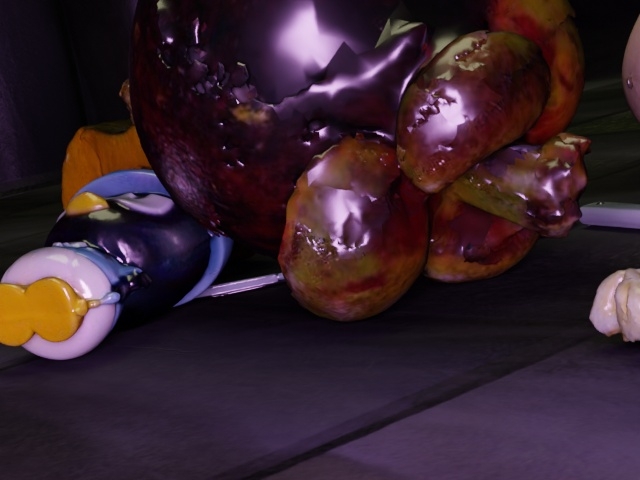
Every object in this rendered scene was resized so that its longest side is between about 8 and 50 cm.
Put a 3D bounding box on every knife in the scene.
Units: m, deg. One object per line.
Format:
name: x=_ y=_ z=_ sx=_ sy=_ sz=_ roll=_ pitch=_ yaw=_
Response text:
knife: x=0.301 y=-0.024 z=1.283 sx=0.044 sy=0.023 sz=0.162 roll=-16 pitch=10 yaw=-23
knife: x=-0.037 y=0.035 z=1.364 sx=0.210 sy=0.015 sz=0.028 roll=-13 pitch=14 yaw=-4

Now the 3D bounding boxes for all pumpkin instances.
pumpkin: x=-0.176 y=-0.077 z=1.571 sx=0.139 sy=0.221 sz=0.317 roll=-8 pitch=3 yaw=-32

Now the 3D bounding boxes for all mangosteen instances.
mangosteen: x=0.029 y=-0.126 z=1.205 sx=0.381 sy=0.421 sz=0.381 roll=-25 pitch=-18 yaw=-9

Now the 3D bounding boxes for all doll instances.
doll: x=-0.186 y=0.013 z=1.276 sx=0.177 sy=0.141 sz=0.314 roll=-7 pitch=14 yaw=22

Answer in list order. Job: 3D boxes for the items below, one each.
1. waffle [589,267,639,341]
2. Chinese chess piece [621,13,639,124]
waffle: x=0.332 y=0.021 z=0.821 sx=0.292 sy=0.056 sz=0.309 roll=-15 pitch=8 yaw=-26
Chinese chess piece: x=0.474 y=-0.221 z=1.603 sx=0.273 sy=0.273 sz=0.102 roll=-15 pitch=43 yaw=-29
